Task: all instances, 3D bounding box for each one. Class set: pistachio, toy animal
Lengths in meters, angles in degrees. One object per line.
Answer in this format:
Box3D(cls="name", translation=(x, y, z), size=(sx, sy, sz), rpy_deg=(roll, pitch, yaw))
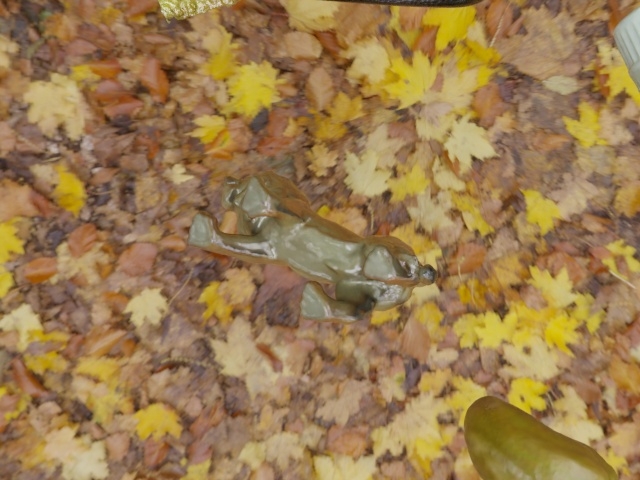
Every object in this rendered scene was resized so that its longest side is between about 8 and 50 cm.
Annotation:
Box3D(cls="pistachio", translation=(0.232, 0.250, 1.011), size=(0.189, 0.110, 0.100), rpy_deg=(30, 99, 29))
Box3D(cls="toy animal", translation=(0.000, 0.000, 0.859), size=(0.312, 0.157, 0.097), rpy_deg=(26, 108, 31))

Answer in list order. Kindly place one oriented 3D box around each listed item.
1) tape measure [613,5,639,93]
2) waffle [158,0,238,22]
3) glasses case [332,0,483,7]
Box3D(cls="tape measure", translation=(0.367, -0.173, 0.688), size=(0.235, 0.207, 0.115), rpy_deg=(-29, 77, 39))
Box3D(cls="waffle", translation=(-0.047, -0.291, 0.936), size=(0.210, 0.160, 0.055), rpy_deg=(-11, 115, 21))
Box3D(cls="glasses case", translation=(0.016, -0.273, 0.797), size=(0.314, 0.075, 0.122), rpy_deg=(4, 123, -1))
